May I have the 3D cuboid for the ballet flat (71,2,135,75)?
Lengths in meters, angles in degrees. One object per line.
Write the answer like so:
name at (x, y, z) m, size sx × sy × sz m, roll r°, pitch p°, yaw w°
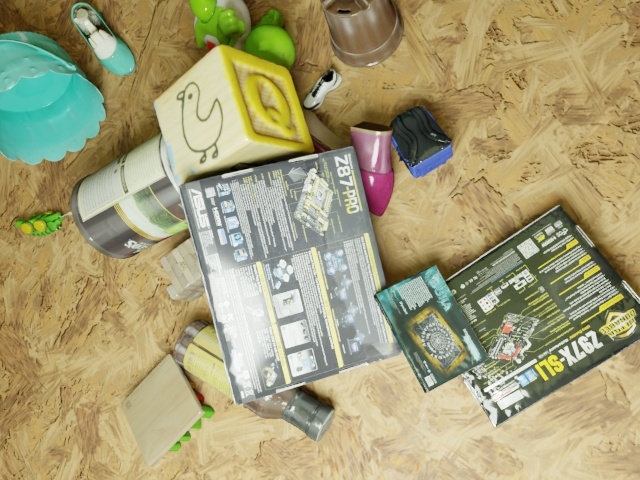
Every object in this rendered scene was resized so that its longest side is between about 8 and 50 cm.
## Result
ballet flat at (-0.568, -0.518, 1.323) m, size 0.083 × 0.087 × 0.247 m, roll -41°, pitch 72°, yaw 6°

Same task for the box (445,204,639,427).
box at (0.367, 0.132, 0.922) m, size 0.322 × 0.079 × 0.257 m, roll -36°, pitch 74°, yaw 8°

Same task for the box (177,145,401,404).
box at (-0.051, 0.056, 0.934) m, size 0.318 × 0.097 × 0.395 m, roll -15°, pitch 95°, yaw -9°

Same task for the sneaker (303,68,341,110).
sneaker at (-0.002, -0.333, 1.138) m, size 0.040 × 0.043 × 0.109 m, roll 44°, pitch 96°, yaw 17°

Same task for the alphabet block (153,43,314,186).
alphabet block at (-0.161, -0.215, 0.973) m, size 0.197 × 0.193 × 0.192 m, roll -26°, pitch 79°, yaw 34°

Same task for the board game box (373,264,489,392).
board game box at (0.191, 0.150, 0.898) m, size 0.126 × 0.026 × 0.186 m, roll -24°, pitch 74°, yaw -10°

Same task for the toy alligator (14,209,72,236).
toy alligator at (-0.676, -0.040, 1.294) m, size 0.189 × 0.056 × 0.051 m, roll -9°, pitch 120°, yaw 14°

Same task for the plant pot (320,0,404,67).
plant pot at (0.078, -0.475, 1.074) m, size 0.166 × 0.165 × 0.167 m, roll -3°, pitch 79°, yaw 17°

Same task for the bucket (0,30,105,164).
bucket at (-0.687, -0.345, 1.243) m, size 0.281 × 0.281 × 0.183 m, roll -40°, pitch 69°, yaw 7°

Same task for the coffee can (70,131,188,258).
coffee can at (-0.352, -0.101, 1.093) m, size 0.275 × 0.201 × 0.202 m, roll -23°, pitch 74°, yaw 25°

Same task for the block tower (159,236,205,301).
block tower at (-0.189, -0.002, 1.112) m, size 0.335 × 0.091 × 0.097 m, roll -37°, pitch 71°, yaw 7°

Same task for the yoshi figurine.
yoshi figurine at (-0.165, -0.470, 1.129) m, size 0.203 × 0.203 × 0.362 m, roll -29°, pitch 83°, yaw -9°

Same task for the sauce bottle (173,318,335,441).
sauce bottle at (-0.134, 0.281, 1.033) m, size 0.344 × 0.111 × 0.111 m, roll 28°, pitch 89°, yaw 20°

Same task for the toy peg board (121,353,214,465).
toy peg board at (-0.318, 0.361, 1.106) m, size 0.161 × 0.079 × 0.161 m, roll -46°, pitch 55°, yaw 4°

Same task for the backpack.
backpack at (0.190, -0.192, 1.021) m, size 0.098 × 0.101 × 0.120 m, roll -29°, pitch 68°, yaw 3°

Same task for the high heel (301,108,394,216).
high heel at (-0.018, -0.172, 1.093) m, size 0.377 × 0.127 × 0.181 m, roll 21°, pitch 122°, yaw 35°
